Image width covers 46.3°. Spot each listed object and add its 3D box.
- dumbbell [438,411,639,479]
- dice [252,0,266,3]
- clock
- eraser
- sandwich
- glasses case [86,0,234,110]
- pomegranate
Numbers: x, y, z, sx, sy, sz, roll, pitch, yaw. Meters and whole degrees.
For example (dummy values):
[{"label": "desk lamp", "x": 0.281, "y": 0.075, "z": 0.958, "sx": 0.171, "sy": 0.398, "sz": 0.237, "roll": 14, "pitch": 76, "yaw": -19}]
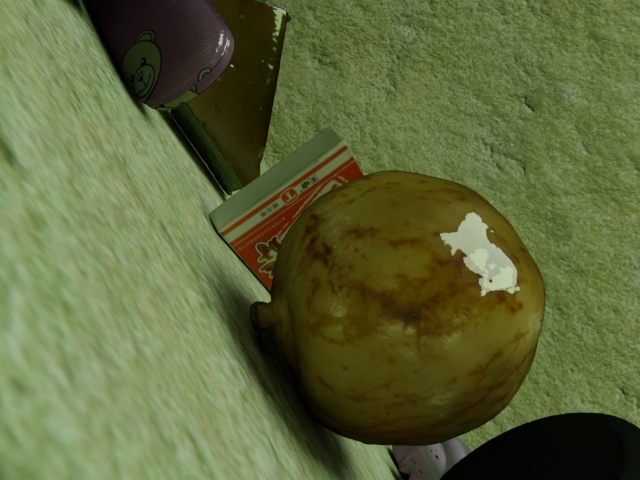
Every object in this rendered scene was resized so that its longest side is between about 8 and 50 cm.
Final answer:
[{"label": "dumbbell", "x": 0.214, "y": 0.302, "z": 0.517, "sx": 0.322, "sy": 0.203, "sz": 0.204, "roll": 56, "pitch": 2, "yaw": -5}, {"label": "dice", "x": -0.231, "y": -0.440, "z": 1.200, "sx": 0.259, "sy": 0.243, "sz": 0.251, "roll": 54, "pitch": 2, "yaw": -8}, {"label": "clock", "x": 0.176, "y": 0.329, "z": 0.861, "sx": 0.228, "sy": 0.090, "sz": 0.248, "roll": 56, "pitch": 4, "yaw": 2}, {"label": "eraser", "x": 0.000, "y": 0.000, "z": 0.833, "sx": 0.038, "sy": 0.157, "sz": 0.230, "roll": 54, "pitch": 0, "yaw": 43}, {"label": "sandwich", "x": -0.124, "y": -0.180, "z": 0.958, "sx": 0.122, "sy": 0.128, "sz": 0.236, "roll": -171, "pitch": -91, "yaw": -69}, {"label": "glasses case", "x": -0.194, "y": -0.263, "z": 0.856, "sx": 0.076, "sy": 0.123, "sz": 0.316, "roll": 45, "pitch": 11, "yaw": -52}, {"label": "pomegranate", "x": 0.059, "y": 0.056, "z": 0.613, "sx": 0.248, "sy": 0.248, "sz": 0.248, "roll": 56, "pitch": 2, "yaw": -3}]
